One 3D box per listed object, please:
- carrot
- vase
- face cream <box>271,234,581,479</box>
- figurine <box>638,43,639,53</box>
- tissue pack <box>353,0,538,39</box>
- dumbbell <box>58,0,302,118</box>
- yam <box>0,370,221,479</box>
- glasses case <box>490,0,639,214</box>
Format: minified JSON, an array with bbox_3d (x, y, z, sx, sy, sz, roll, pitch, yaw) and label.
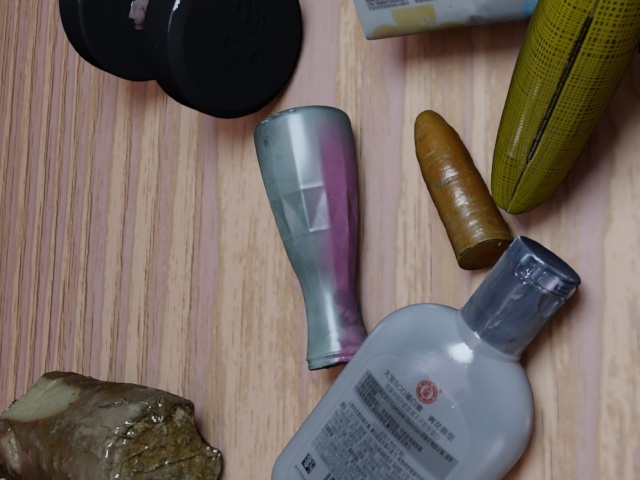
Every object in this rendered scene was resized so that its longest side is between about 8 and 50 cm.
[{"bbox_3d":[0.101,-0.046,0.592,0.048,0.048,0.139,-37,60,30],"label":"carrot"},{"bbox_3d":[0.000,0.000,0.652,0.086,0.086,0.214,-18,76,37],"label":"vase"},{"bbox_3d":[0.077,0.124,0.566,0.144,0.071,0.291,41,111,25],"label":"face cream"},{"bbox_3d":[0.274,-0.049,0.408,0.145,0.145,0.222,-34,58,31],"label":"figurine"},{"bbox_3d":[0.132,-0.250,0.543,0.229,0.145,0.159,4,129,41],"label":"tissue pack"},{"bbox_3d":[-0.140,-0.216,0.754,0.218,0.152,0.153,27,101,40],"label":"dumbbell"},{"bbox_3d":[-0.219,0.204,0.768,0.238,0.128,0.129,1,72,41],"label":"yam"},{"bbox_3d":[0.155,-0.112,0.474,0.064,0.079,0.234,21,142,9],"label":"glasses case"}]
